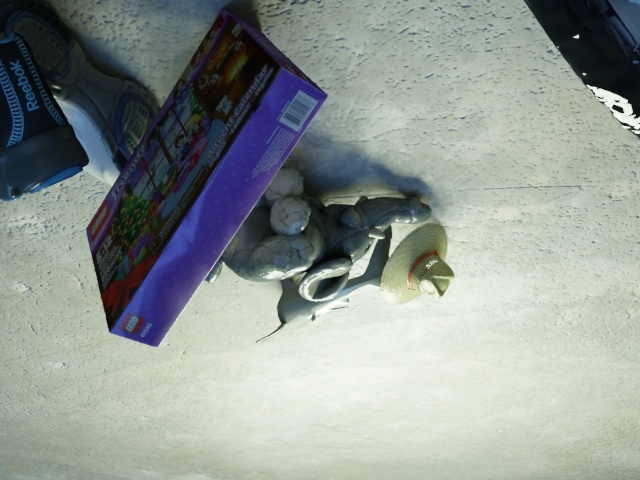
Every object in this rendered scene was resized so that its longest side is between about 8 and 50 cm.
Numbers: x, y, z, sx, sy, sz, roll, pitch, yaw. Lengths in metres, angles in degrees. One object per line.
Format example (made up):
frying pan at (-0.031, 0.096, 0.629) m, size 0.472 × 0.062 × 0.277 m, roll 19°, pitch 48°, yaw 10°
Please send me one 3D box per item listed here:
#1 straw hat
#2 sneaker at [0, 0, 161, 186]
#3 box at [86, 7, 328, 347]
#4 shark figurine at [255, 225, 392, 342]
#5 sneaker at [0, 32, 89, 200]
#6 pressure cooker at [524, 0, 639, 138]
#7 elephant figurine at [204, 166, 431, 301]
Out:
straw hat at (0.157, 0.050, 1.109) m, size 0.145 × 0.061 × 0.144 m, roll -27°, pitch 137°, yaw -29°
sneaker at (-0.281, -0.144, 0.871) m, size 0.129 × 0.111 × 0.297 m, roll -9°, pitch 140°, yaw 33°
box at (-0.128, -0.068, 0.768) m, size 0.057 × 0.201 × 0.293 m, roll 26°, pitch 106°, yaw -33°
shark figurine at (-0.014, 0.067, 1.174) m, size 0.166 × 0.116 × 0.278 m, roll -17°, pitch 171°, yaw -41°
sneaker at (-0.356, -0.121, 0.771) m, size 0.341 × 0.125 × 0.139 m, roll 1°, pitch 115°, yaw 39°
pressure cooker at (0.302, -0.290, 0.412) m, size 0.420 × 0.375 × 0.370 m, roll -28°, pitch 157°, yaw 35°
elephant figurine at (0.000, 0.000, 1.035) m, size 0.186 × 0.169 × 0.239 m, roll 8°, pitch 176°, yaw 43°
